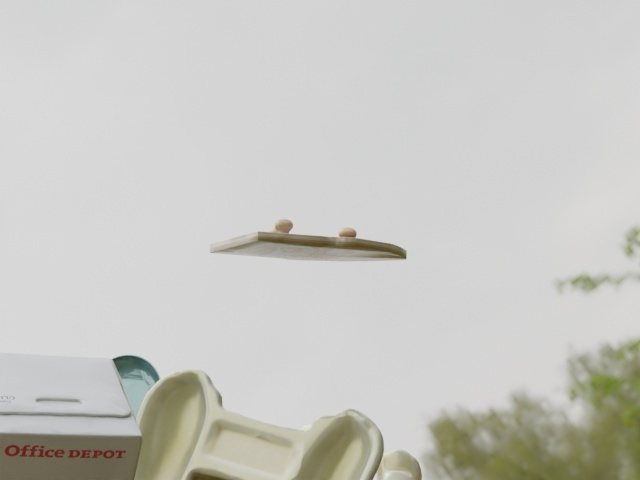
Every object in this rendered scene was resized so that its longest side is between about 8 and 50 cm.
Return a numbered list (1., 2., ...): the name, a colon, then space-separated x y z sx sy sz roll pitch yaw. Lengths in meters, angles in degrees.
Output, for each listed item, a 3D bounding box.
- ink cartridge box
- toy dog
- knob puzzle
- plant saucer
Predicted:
1. ink cartridge box: -0.236 0.198 1.457 0.128 0.127 0.176 5 -63 -22
2. toy dog: -0.020 0.381 1.927 0.284 0.395 0.408 2 -25 24
3. knob puzzle: 0.000 0.000 1.834 0.213 0.030 0.213 2 -6 0
4. plant saucer: -0.272 0.220 2.443 0.119 0.119 0.021 -37 -26 5
